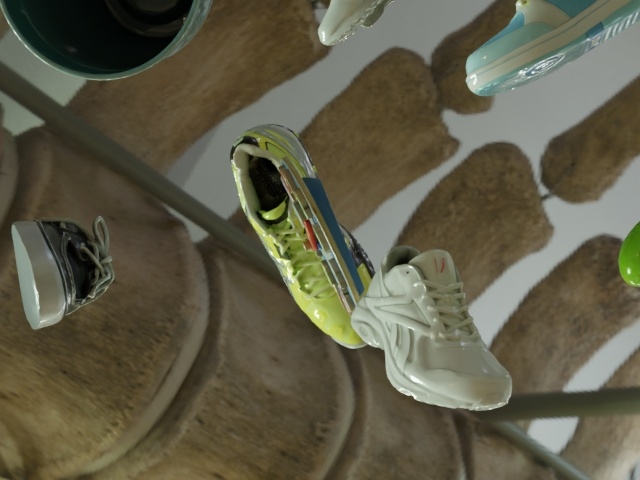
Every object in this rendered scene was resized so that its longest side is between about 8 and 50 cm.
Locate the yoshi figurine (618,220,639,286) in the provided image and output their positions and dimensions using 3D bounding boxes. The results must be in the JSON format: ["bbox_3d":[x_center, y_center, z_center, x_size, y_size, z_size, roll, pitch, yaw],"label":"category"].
[{"bbox_3d":[0.390,-0.107,0.856,0.203,0.203,0.362,9,-55,-39],"label":"yoshi figurine"}]

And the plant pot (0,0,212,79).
[{"bbox_3d":[-0.260,-0.358,1.338,0.272,0.255,0.271,1,-79,8],"label":"plant pot"}]

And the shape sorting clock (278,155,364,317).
[{"bbox_3d":[0.000,0.000,1.110,0.040,0.206,0.206,-22,-67,-4],"label":"shape sorting clock"}]

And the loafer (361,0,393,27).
[{"bbox_3d":[0.093,-0.376,1.500,0.125,0.039,0.045,-48,-58,-9],"label":"loafer"}]

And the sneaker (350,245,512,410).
[{"bbox_3d":[0.100,0.070,0.901,0.090,0.232,0.115,4,-71,-28],"label":"sneaker"}]

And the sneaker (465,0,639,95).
[{"bbox_3d":[0.285,-0.331,1.224,0.319,0.127,0.208,-31,-96,2],"label":"sneaker"}]

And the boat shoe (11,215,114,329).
[{"bbox_3d":[-0.288,0.027,1.115,0.105,0.306,0.113,-9,-85,-17],"label":"boat shoe"}]

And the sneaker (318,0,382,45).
[{"bbox_3d":[0.063,-0.386,1.406,0.095,0.090,0.235,37,-80,-4],"label":"sneaker"}]

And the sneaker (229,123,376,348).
[{"bbox_3d":[-0.036,0.002,1.521,0.384,0.145,0.147,59,-159,4],"label":"sneaker"}]
